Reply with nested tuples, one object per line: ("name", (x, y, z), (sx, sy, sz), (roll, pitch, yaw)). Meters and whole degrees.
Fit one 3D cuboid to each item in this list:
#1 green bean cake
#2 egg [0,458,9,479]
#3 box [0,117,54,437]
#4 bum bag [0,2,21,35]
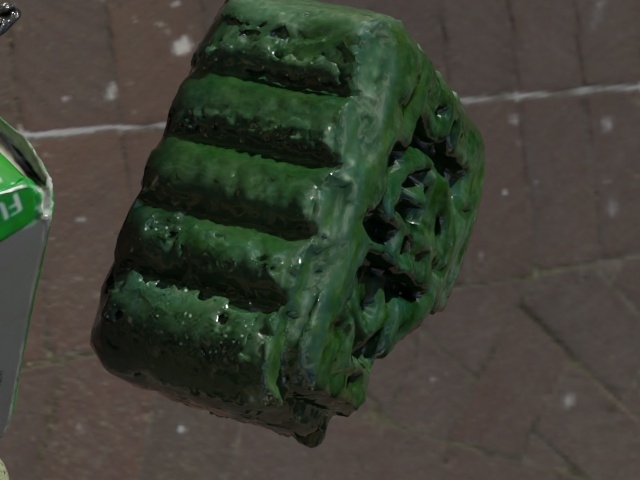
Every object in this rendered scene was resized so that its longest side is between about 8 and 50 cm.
("green bean cake", (0.000, 0.000, 1.099), (0.308, 0.169, 0.300), (36, 71, -64))
("egg", (-0.362, 0.258, 1.492), (0.085, 0.085, 0.110), (-15, 124, -32))
("box", (-0.210, 0.058, 0.486), (0.103, 0.180, 0.250), (43, 54, 14))
("bum bag", (-0.411, -0.187, 1.502), (0.060, 0.123, 0.248), (52, 31, 7))
